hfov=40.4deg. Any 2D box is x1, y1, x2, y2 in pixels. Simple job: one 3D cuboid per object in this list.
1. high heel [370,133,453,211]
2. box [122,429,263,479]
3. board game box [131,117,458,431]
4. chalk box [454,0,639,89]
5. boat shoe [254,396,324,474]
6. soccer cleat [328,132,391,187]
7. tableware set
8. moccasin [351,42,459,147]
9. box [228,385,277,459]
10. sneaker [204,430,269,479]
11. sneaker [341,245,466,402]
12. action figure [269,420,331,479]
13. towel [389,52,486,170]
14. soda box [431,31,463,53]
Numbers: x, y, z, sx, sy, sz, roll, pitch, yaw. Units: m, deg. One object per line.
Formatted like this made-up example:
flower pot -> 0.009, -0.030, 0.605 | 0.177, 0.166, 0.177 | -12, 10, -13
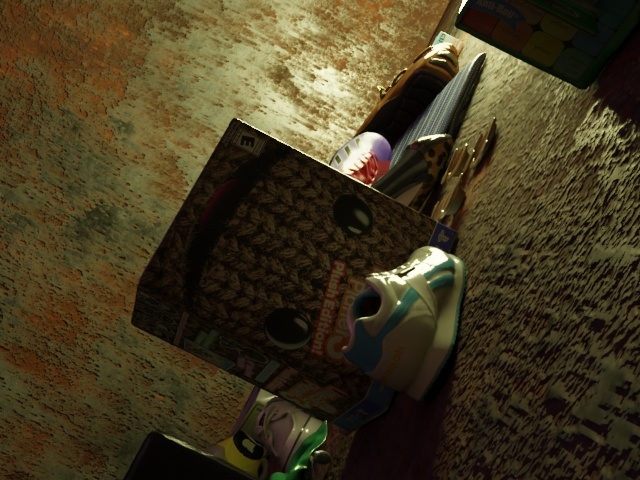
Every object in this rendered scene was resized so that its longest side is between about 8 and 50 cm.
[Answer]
high heel -> 0.140, -0.063, 1.416 | 0.186, 0.093, 0.261 | -40, -18, -14
box -> -0.155, 0.411, 0.695 | 0.293, 0.212, 0.395 | -60, 4, 48
board game box -> -0.031, 0.042, 0.994 | 0.232, 0.291, 0.141 | -65, 4, -25
chalk box -> 0.208, -0.229, 0.739 | 0.132, 0.132, 0.213 | -60, 3, 47
boat shoe -> -0.054, 0.283, 1.309 | 0.096, 0.088, 0.267 | -63, 2, 2
soccer cleat -> 0.047, -0.091, 1.482 | 0.318, 0.108, 0.116 | -48, 7, -36
tableware set -> 0.176, -0.078, 1.122 | 0.141, 0.020, 0.168 | -64, 3, -14
moccasin -> 0.170, -0.269, 1.830 | 0.147, 0.139, 0.380 | -64, 3, -39
box -> -0.094, 0.322, 1.743 | 0.169, 0.087, 0.290 | -65, 3, -33
sneaker -> -0.139, 0.405, 1.390 | 0.147, 0.145, 0.384 | -47, -8, -18
sneaker -> 0.081, 0.059, 0.841 | 0.228, 0.092, 0.087 | -66, 2, -66
action figure -> -0.032, 0.302, 0.967 | 0.137, 0.063, 0.232 | -61, -1, 13
towel -> 0.179, -0.167, 1.579 | 0.243, 0.040, 0.336 | -63, 9, -32
soda box -> 0.260, -0.383, 2.006 | 0.183, 0.063, 0.058 | -64, 3, -3
